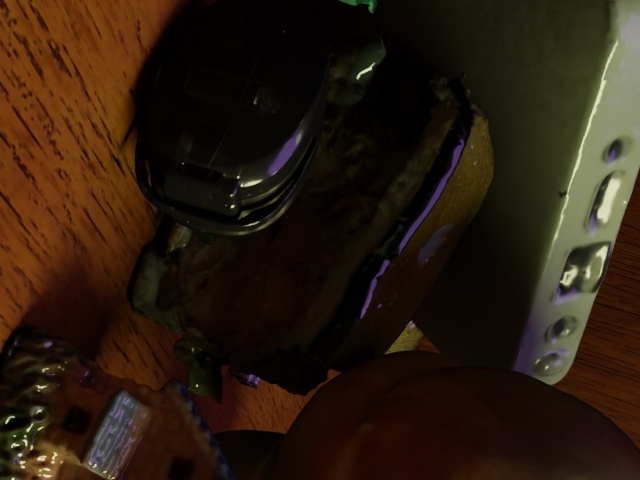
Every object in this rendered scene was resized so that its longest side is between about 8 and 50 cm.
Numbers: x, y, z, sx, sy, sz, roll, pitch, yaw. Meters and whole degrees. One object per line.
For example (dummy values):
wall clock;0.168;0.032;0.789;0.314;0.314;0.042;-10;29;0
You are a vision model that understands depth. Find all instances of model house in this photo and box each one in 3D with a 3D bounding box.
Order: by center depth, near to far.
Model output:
model house;-0.120;0.177;0.791;0.166;0.172;0.183;84;26;-67

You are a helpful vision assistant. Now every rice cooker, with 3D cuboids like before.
rice cooker;-0.054;-0.077;0.863;0.106;0.112;0.165;94;15;-68

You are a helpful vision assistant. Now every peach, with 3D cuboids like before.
peach;0.093;0.207;0.889;0.292;0.292;0.247;78;35;-69

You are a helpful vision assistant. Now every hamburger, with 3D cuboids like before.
hamburger;0.000;0.000;0.983;0.288;0.168;0.192;-55;163;-6

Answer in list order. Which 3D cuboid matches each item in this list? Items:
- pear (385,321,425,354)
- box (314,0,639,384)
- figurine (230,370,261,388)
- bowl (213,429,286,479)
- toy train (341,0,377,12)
pear;0.081;0.067;1.672;0.167;0.137;0.167;14;90;-83
box;0.112;-0.112;1.075;0.090;0.373;0.367;-11;129;-29
figurine;-0.054;0.092;1.313;0.060;0.047;0.106;38;75;-40
bowl;-0.092;0.294;1.125;0.307;0.163;0.307;18;90;-80
toy train;-0.032;-0.217;0.640;0.269;0.154;0.115;57;50;-76
